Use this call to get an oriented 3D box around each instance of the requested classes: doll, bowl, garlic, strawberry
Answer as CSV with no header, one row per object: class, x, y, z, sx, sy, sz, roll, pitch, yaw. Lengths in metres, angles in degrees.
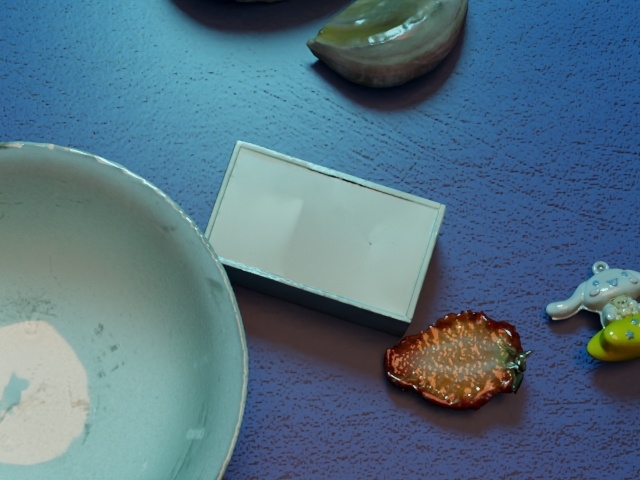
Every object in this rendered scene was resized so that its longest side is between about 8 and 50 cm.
doll,0.318,0.070,1.416,0.135,0.071,0.113,-37,62,-18
bowl,-0.284,0.142,1.286,0.434,0.196,0.435,1,75,-3
garlic,0.092,-0.228,1.466,0.195,0.087,0.101,-33,67,-8
strawberry,0.141,0.123,1.395,0.152,0.048,0.104,0,82,11

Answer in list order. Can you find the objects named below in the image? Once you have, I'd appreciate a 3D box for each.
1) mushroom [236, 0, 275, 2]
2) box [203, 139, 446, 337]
mushroom,-0.053,-0.379,1.443,0.253,0.189,0.195,-11,77,-14
box,0.000,0.000,1.397,0.225,0.086,0.129,18,76,2
